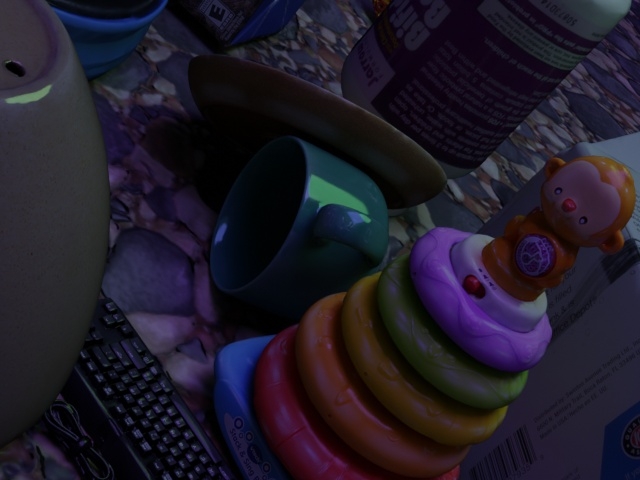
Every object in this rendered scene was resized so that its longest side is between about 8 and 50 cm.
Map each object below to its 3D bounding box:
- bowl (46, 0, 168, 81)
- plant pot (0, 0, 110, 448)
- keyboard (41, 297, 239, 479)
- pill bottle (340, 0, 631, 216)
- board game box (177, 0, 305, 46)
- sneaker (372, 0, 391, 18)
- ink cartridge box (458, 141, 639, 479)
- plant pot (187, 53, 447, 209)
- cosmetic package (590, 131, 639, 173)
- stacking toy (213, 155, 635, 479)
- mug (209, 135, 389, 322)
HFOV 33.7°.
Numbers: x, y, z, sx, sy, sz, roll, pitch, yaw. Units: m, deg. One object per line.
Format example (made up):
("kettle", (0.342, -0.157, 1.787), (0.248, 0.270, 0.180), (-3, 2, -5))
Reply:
("bowl", (-0.269, -0.311, 0.849), (0.391, 0.077, 0.391), (39, 35, -34))
("plant pot", (-0.226, -0.047, 0.543), (0.284, 0.191, 0.284), (23, 36, -18))
("keyboard", (-0.116, 0.113, 0.649), (0.180, 0.023, 0.108), (51, 33, 17))
("pill bottle", (0.125, -0.165, 0.984), (0.169, 0.301, 0.169), (29, 33, -21))
("board game box", (-0.103, -0.382, 1.060), (0.291, 0.232, 0.141), (44, 26, 4))
("sneaker", (0.131, -0.261, 1.359), (0.175, 0.064, 0.067), (47, 11, -1))
("ink cartridge box", (0.210, 0.112, 0.814), (0.129, 0.223, 0.307), (23, 36, -29))
("plant pot", (-0.009, -0.081, 0.878), (0.236, 0.032, 0.236), (25, -8, 4))
("cosmetic package", (0.366, 0.005, 1.199), (0.224, 0.138, 0.225), (52, 34, 16))
("stacking toy", (0.083, 0.057, 0.666), (0.166, 0.302, 0.175), (-2, 52, -49))
("mug", (-0.006, 0.004, 0.793), (0.097, 0.129, 0.157), (25, 22, -29))
